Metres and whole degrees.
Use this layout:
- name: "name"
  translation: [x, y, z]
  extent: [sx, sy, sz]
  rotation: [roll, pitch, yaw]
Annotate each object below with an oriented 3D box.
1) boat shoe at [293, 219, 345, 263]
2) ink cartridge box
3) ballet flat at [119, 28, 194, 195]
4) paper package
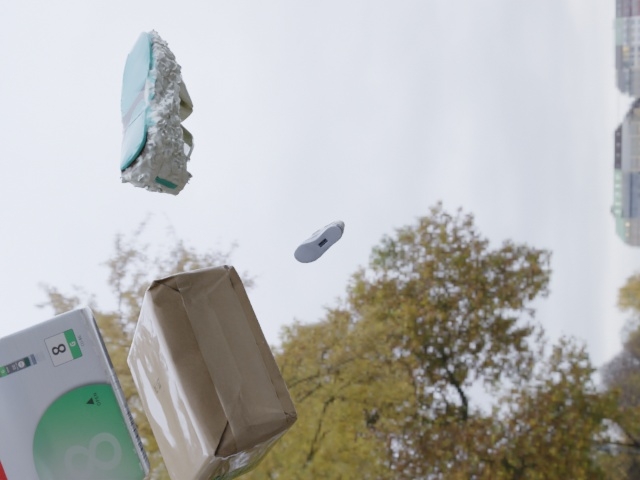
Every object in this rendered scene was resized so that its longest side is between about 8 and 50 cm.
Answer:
- name: "boat shoe"
  translation: [0.000, 0.000, 1.210]
  extent: [0.035, 0.100, 0.035]
  rotation: [46, -147, -8]
- name: "ink cartridge box"
  translation: [-0.305, 0.188, 0.771]
  extent: [0.056, 0.224, 0.181]
  rotation: [152, 97, -81]
- name: "ballet flat"
  translation: [-0.299, -0.228, 1.451]
  extent: [0.147, 0.147, 0.409]
  rotation: [63, -166, -46]
- name: "paper package"
  translation: [-0.201, 0.254, 1.365]
  extent: [0.168, 0.325, 0.309]
  rotation: [-15, -113, -27]
